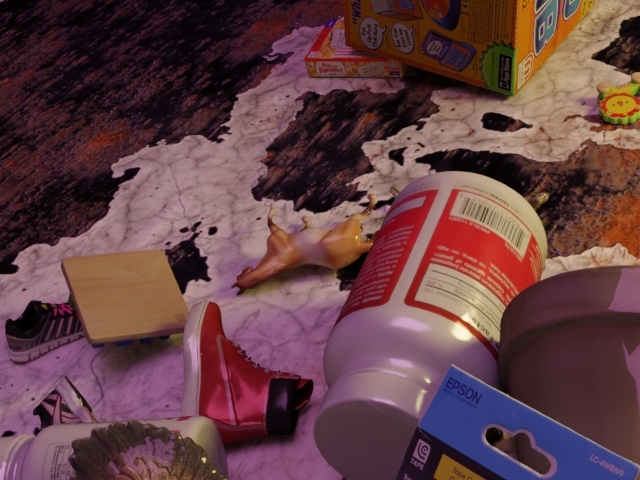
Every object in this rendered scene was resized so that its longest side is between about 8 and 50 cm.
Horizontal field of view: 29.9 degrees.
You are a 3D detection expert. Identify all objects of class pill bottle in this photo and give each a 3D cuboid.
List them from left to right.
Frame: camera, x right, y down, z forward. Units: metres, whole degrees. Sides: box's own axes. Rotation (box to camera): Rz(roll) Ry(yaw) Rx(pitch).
[{"bbox_3d":[-0.270,0.303,1.481,0.283,0.160,0.160,-5,39,13],"label":"pill bottle"},{"bbox_3d":[0.140,0.115,1.527,0.229,0.229,0.407,4,41,23],"label":"pill bottle"}]

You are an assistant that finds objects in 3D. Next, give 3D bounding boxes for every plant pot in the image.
[{"bbox_3d":[0.338,0.226,1.296,0.323,0.323,0.280,2,57,21],"label":"plant pot"}]

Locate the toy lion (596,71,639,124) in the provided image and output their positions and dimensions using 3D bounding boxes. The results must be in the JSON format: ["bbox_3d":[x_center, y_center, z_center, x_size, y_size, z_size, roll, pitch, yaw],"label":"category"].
[{"bbox_3d":[0.512,-0.233,2.006,0.100,0.034,0.096,-17,44,-3],"label":"toy lion"}]

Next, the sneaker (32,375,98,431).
[{"bbox_3d":[-0.341,0.264,1.645,0.077,0.072,0.178,-38,34,-10],"label":"sneaker"}]

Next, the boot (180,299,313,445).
[{"bbox_3d":[-0.099,0.174,1.653,0.176,0.088,0.244,-11,46,5],"label":"boot"}]

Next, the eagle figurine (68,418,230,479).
[{"bbox_3d":[-0.150,0.360,1.259,0.225,0.298,0.226,-41,32,-13],"label":"eagle figurine"}]

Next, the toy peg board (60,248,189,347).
[{"bbox_3d":[-0.295,0.103,1.796,0.161,0.079,0.160,-6,48,-28],"label":"toy peg board"}]

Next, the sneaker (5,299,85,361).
[{"bbox_3d":[-0.408,0.118,1.831,0.170,0.074,0.063,-29,39,-18],"label":"sneaker"}]

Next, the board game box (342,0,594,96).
[{"bbox_3d":[0.276,-0.539,2.154,0.356,0.356,0.356,21,48,26],"label":"board game box"}]

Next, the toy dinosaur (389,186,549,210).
[{"bbox_3d":[0.213,-0.037,1.836,0.268,0.064,0.118,4,35,26],"label":"toy dinosaur"}]

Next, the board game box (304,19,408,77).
[{"bbox_3d":[0.085,-0.371,2.307,0.194,0.045,0.146,3,41,22],"label":"board game box"}]

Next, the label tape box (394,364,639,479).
[{"bbox_3d":[0.169,0.332,1.170,0.249,0.115,0.347,25,93,46],"label":"label tape box"}]

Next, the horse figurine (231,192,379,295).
[{"bbox_3d":[0.000,0.000,1.853,0.263,0.066,0.174,-5,33,16],"label":"horse figurine"}]
